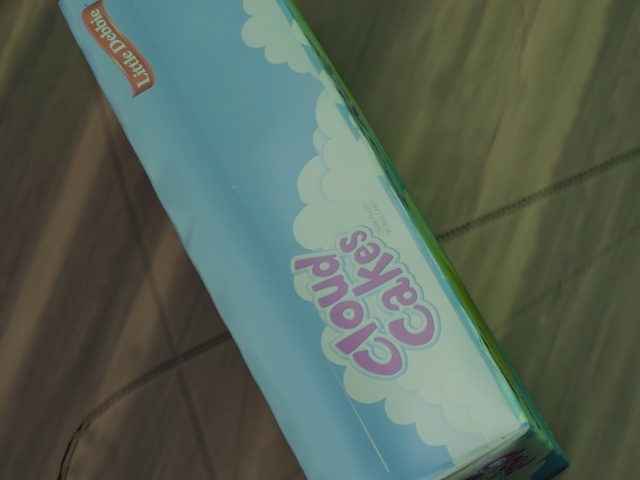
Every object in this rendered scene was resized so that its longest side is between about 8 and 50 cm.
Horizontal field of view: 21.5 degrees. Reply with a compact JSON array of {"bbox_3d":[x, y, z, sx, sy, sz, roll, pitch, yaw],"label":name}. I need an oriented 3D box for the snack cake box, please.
[{"bbox_3d":[0.000,0.000,0.740,0.089,0.152,0.264,-31,72,4],"label":"snack cake box"}]
